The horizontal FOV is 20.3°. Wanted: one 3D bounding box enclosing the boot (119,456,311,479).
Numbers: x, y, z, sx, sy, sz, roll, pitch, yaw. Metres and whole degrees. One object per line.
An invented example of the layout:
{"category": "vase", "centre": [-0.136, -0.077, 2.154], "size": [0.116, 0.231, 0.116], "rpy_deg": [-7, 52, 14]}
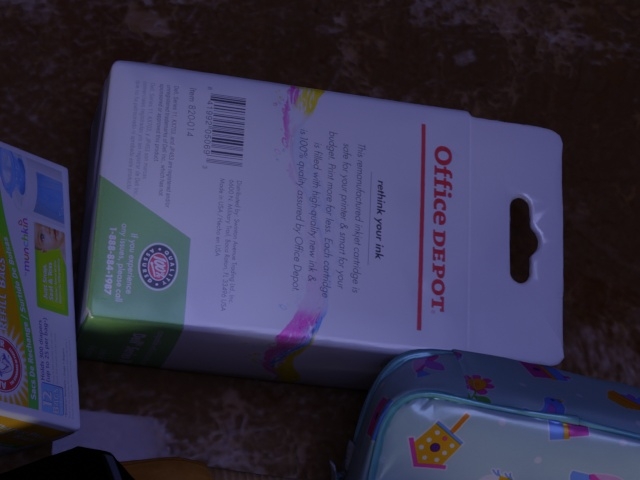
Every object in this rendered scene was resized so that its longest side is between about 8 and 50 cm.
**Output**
{"category": "boot", "centre": [-0.108, 0.296, 1.231], "size": [0.211, 0.104, 0.295], "rpy_deg": [0, 70, -6]}

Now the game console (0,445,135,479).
{"category": "game console", "centre": [-0.169, 0.330, 1.174], "size": [0.213, 0.044, 0.361], "rpy_deg": [-21, 84, 10]}

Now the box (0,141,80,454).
{"category": "box", "centre": [-0.246, 0.040, 1.255], "size": [0.114, 0.103, 0.203], "rpy_deg": [22, 56, -53]}

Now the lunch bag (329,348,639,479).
{"category": "lunch bag", "centre": [0.140, 0.205, 1.278], "size": [0.279, 0.108, 0.224], "rpy_deg": [11, 107, -9]}

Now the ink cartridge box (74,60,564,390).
{"category": "ink cartridge box", "centre": [0.000, 0.000, 1.355], "size": [0.353, 0.119, 0.207], "rpy_deg": [8, 68, -12]}
